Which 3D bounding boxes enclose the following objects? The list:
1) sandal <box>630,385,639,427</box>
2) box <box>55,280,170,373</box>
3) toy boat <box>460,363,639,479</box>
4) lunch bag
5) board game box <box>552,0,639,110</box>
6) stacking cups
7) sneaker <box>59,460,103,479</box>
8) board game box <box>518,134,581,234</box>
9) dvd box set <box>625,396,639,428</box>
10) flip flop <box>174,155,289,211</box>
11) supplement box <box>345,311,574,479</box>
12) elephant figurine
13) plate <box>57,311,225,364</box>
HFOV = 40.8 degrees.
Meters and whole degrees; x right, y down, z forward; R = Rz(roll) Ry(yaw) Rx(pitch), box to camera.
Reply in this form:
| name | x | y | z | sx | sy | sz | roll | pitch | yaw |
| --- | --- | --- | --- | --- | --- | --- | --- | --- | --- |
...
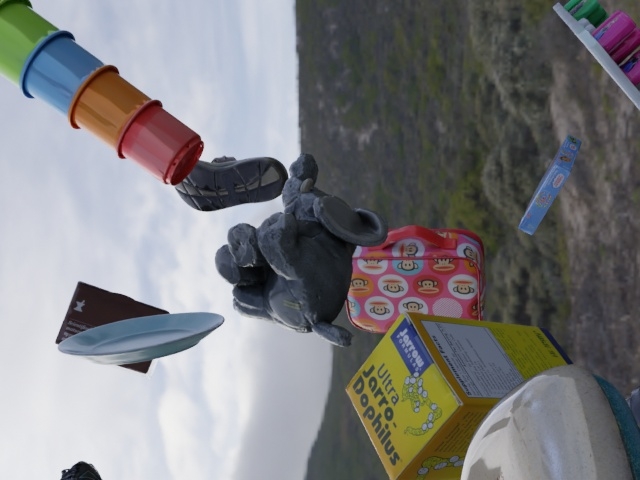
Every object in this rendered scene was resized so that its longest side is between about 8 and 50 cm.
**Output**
| name | x | y | z | sx | sy | sz | roll | pitch | yaw |
| --- | --- | --- | --- | --- | --- | --- | --- | --- | --- |
| sandal | 0.476 | 0.281 | 1.116 | 0.097 | 0.054 | 0.254 | 39 | -157 | -23 |
| box | -0.428 | 0.201 | 1.825 | 0.381 | 0.191 | 0.143 | 128 | 161 | -74 |
| toy boat | 0.222 | 0.277 | 0.720 | 0.267 | 0.148 | 0.318 | 108 | 158 | -57 |
| lunch bag | 0.188 | 0.072 | 1.755 | 0.120 | 0.293 | 0.258 | -74 | -20 | -46 |
| board game box | 0.426 | -0.126 | 0.999 | 0.390 | 0.050 | 0.390 | 47 | -159 | -7 |
| stacking cups | -0.261 | -0.176 | 0.909 | 0.096 | 0.316 | 0.096 | -57 | -6 | -8 |
| sneaker | -0.528 | 0.527 | 1.812 | 0.267 | 0.101 | 0.106 | 67 | -178 | -76 |
| board game box | 0.487 | -0.120 | 1.816 | 0.211 | 0.039 | 0.160 | -45 | -17 | -57 |
| dvd box set | 0.627 | 0.413 | 1.353 | 0.420 | 0.307 | 0.062 | 55 | -170 | -2 |
| flip flop | -0.177 | -0.124 | 1.682 | 0.080 | 0.277 | 0.112 | -48 | -53 | -52 |
| supplement box | 0.259 | 0.265 | 1.433 | 0.195 | 0.356 | 0.194 | -57 | 42 | 28 |
| elephant figurine | 0.000 | 0.000 | 1.068 | 0.239 | 0.169 | 0.186 | -36 | -69 | -47 |
| plate | -0.201 | 0.113 | 0.975 | 0.188 | 0.188 | 0.024 | -40 | -56 | -79 |
